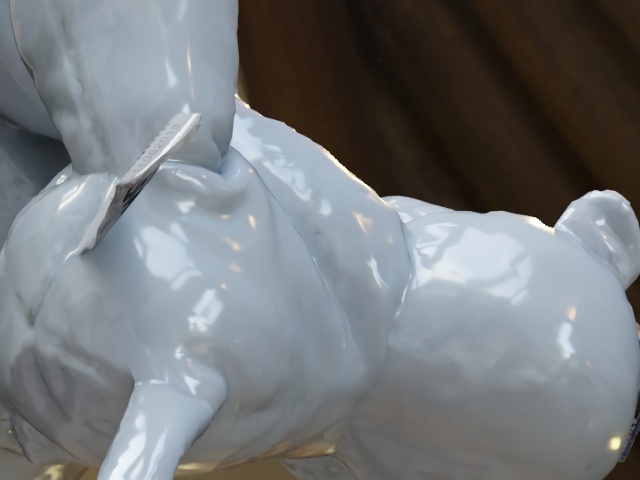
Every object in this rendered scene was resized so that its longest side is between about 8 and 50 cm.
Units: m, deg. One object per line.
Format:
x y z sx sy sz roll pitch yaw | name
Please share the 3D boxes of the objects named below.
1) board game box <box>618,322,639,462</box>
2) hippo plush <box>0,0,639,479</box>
0.038 0.021 0.855 0.194 0.194 0.060 19 -80 -19 | board game box
0.000 0.000 0.624 0.294 0.237 0.234 174 -76 -65 | hippo plush
